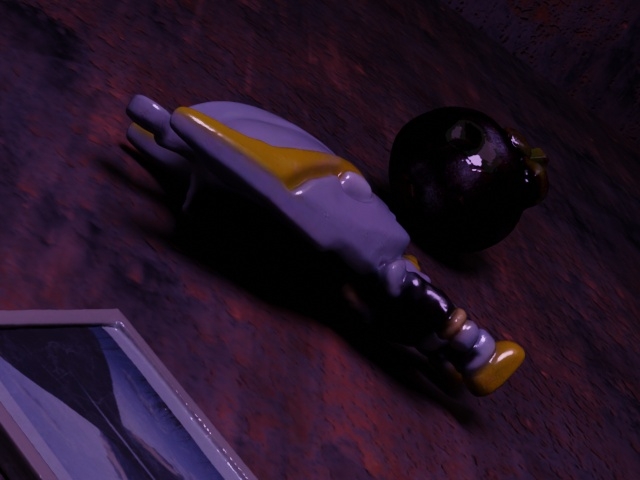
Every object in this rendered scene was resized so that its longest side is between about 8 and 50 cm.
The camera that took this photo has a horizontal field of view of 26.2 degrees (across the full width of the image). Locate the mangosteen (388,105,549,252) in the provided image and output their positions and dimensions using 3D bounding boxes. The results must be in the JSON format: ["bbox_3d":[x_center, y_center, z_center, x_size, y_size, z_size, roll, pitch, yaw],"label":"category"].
[{"bbox_3d":[0.138,-0.058,1.233,0.151,0.137,0.137,-14,44,-19],"label":"mangosteen"}]

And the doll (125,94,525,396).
[{"bbox_3d":[0.002,0.000,0.928,0.316,0.103,0.145,39,14,-15],"label":"doll"}]

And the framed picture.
[{"bbox_3d":[-0.086,0.107,0.646,0.203,0.015,0.150,47,20,23],"label":"framed picture"}]
